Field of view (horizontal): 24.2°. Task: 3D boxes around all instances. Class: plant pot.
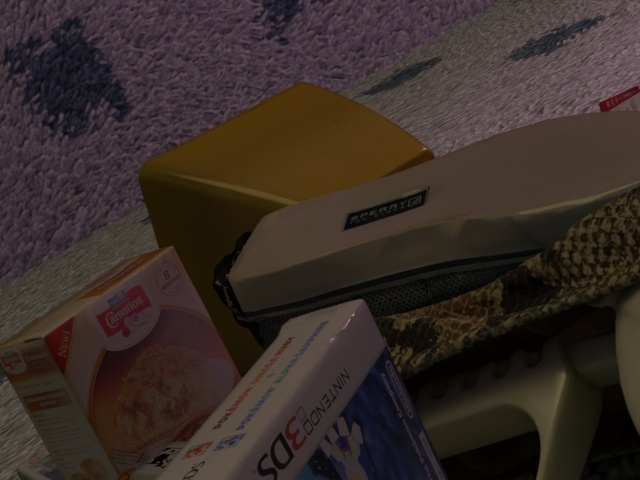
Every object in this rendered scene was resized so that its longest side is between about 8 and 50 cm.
[{"bbox_3d":[0.000,0.000,1.312,0.212,0.212,0.187,-31,28,-35],"label":"plant pot"}]

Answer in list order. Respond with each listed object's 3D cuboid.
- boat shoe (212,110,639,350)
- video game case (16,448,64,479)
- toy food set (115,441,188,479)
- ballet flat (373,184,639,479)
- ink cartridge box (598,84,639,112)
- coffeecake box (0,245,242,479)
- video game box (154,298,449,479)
[{"bbox_3d":[0.108,0.031,0.991,0.340,0.158,0.127,-14,28,28],"label":"boat shoe"},{"bbox_3d":[-0.168,0.176,1.337,0.183,0.023,0.201,-31,13,-22],"label":"video game case"},{"bbox_3d":[-0.072,0.189,0.844,0.104,0.111,0.232,-35,17,-37],"label":"toy food set"},{"bbox_3d":[0.142,0.084,0.818,0.482,0.164,0.182,-26,32,33],"label":"ballet flat"},{"bbox_3d":[0.354,-0.121,1.370,0.175,0.072,0.127,-24,11,13],"label":"ink cartridge box"},{"bbox_3d":[-0.129,0.120,1.088,0.068,0.185,0.142,-16,16,43],"label":"coffeecake box"},{"bbox_3d":[0.013,0.151,0.592,0.048,0.205,0.187,-18,15,29],"label":"video game box"}]
